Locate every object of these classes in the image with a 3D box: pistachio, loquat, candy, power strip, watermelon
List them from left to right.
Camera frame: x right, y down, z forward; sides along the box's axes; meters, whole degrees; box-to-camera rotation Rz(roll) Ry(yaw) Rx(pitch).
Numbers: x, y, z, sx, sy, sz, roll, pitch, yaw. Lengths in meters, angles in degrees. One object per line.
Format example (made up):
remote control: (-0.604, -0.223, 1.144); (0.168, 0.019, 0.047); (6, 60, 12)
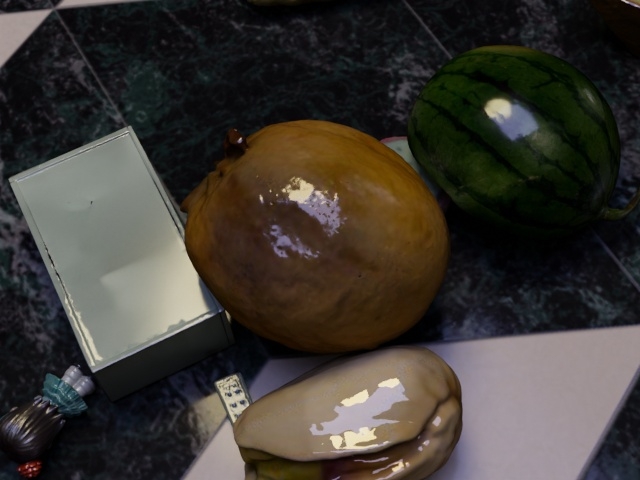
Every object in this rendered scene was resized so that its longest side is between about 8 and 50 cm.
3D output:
power strip: (-0.071, 0.158, 1.078); (0.027, 0.017, 0.083); (-24, 61, -6)
loquat: (0.000, 0.000, 1.038); (0.238, 0.238, 0.193); (47, 119, 24)
pistachio: (0.027, 0.160, 1.019); (0.200, 0.117, 0.145); (-20, 26, 6)
candy: (0.080, -0.053, 1.164); (0.103, 0.043, 0.103); (-1, 61, 2)
watermelon: (0.198, -0.108, 1.121); (0.232, 0.127, 0.204); (41, 50, 23)

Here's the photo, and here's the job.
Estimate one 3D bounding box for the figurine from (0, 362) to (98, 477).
figurine: (-0.248, 0.162, 1.077); (0.060, 0.047, 0.106); (50, 63, -12)

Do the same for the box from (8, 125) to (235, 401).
box: (-0.188, 0.021, 1.122); (0.129, 0.086, 0.225); (-25, 63, -9)

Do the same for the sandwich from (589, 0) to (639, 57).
sandwich: (0.390, -0.223, 1.202); (0.258, 0.096, 0.094); (28, 74, 16)

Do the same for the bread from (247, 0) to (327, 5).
bread: (0.086, -0.322, 1.289); (0.367, 0.077, 0.084); (-11, 60, -2)
